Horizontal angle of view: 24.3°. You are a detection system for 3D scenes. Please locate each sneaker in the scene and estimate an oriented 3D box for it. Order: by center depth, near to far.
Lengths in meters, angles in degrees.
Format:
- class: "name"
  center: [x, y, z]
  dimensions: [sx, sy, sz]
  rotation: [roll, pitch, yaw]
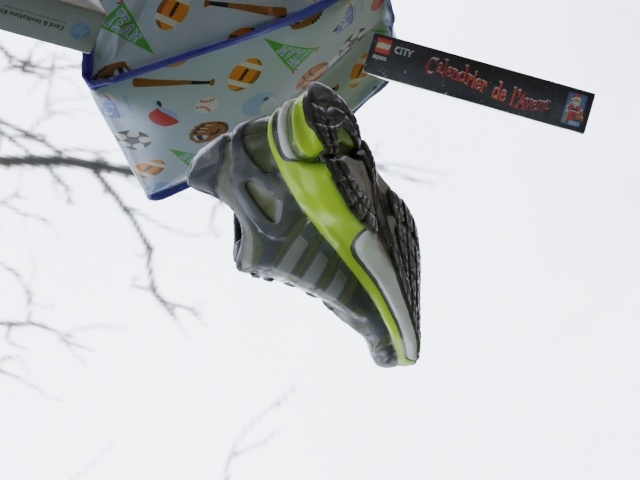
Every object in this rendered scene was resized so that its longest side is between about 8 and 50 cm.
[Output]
- class: "sneaker"
  center: [0.000, 0.000, 1.145]
  dimensions: [0.300, 0.121, 0.111]
  rotation: [61, -155, -44]

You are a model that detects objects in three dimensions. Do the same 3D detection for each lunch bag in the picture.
- class: "lunch bag"
  center: [-0.096, -0.257, 1.889]
  dimensions: [0.328, 0.385, 0.239]
  rotation: [70, -176, -67]

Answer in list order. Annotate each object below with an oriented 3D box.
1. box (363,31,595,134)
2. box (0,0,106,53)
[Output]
- class: "box"
  center: [0.165, -0.164, 1.566]
  dimensions: [0.159, 0.233, 0.044]
  rotation: [-44, -30, -82]
- class: "box"
  center: [-0.238, -0.215, 1.066]
  dimensions: [0.145, 0.186, 0.038]
  rotation: [13, -55, -28]
